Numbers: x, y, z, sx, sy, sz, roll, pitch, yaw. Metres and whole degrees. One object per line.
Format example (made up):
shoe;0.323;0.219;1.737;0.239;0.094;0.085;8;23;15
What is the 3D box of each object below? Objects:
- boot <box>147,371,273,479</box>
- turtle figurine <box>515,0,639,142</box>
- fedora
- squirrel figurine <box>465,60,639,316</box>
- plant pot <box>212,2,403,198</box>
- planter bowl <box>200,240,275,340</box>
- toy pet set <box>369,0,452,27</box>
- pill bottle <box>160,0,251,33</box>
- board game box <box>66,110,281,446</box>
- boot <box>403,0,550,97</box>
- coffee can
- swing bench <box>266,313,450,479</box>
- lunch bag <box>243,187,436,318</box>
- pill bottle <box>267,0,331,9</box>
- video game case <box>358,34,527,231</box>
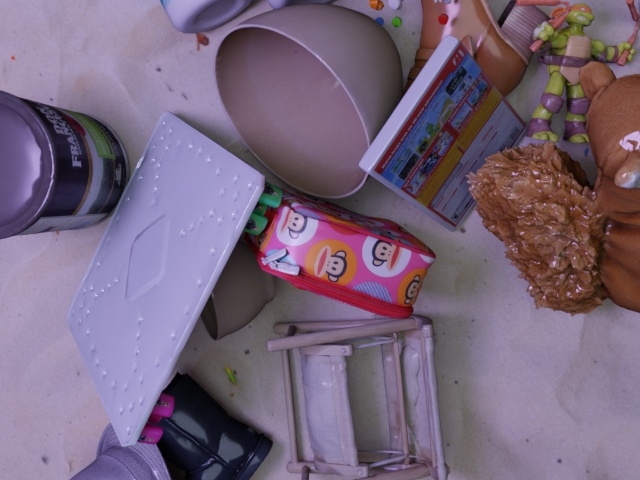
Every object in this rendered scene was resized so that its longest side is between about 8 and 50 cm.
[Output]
boot;-0.227;0.364;1.175;0.207;0.094;0.246;36;91;-1
turtle figurine;0.359;-0.257;1.062;0.269;0.087;0.217;-3;106;-35
fedora;-0.324;0.436;1.124;0.243;0.124;0.275;4;107;42
squirrel figurine;0.395;-0.051;0.942;0.397;0.370;0.281;-17;57;28
plant pot;0.012;-0.230;1.051;0.284;0.284;0.191;44;61;1
planter bowl;-0.138;0.064;1.129;0.109;0.162;0.162;-17;92;-20
toy pet set;0.132;-0.376;1.036;0.122;0.065;0.114;10;138;33
pill bottle;-0.217;-0.466;1.096;0.146;0.146;0.264;-28;91;7
board game box;-0.233;0.033;1.044;0.050;0.390;0.390;23;98;-36
boot;0.180;-0.309;1.101;0.283;0.109;0.220;32;100;-4
coffee can;-0.432;-0.108;1.075;0.201;0.275;0.202;0;94;5
swing bench;0.058;0.252;1.112;0.254;0.165;0.253;-5;93;0
lunch bag;0.000;0.000;1.014;0.258;0.293;0.120;20;96;-15
pill bottle;-0.063;-0.540;1.045;0.210;0.210;0.363;-29;90;7
video game case;0.187;-0.138;1.027;0.025;0.285;0.204;39;98;36
